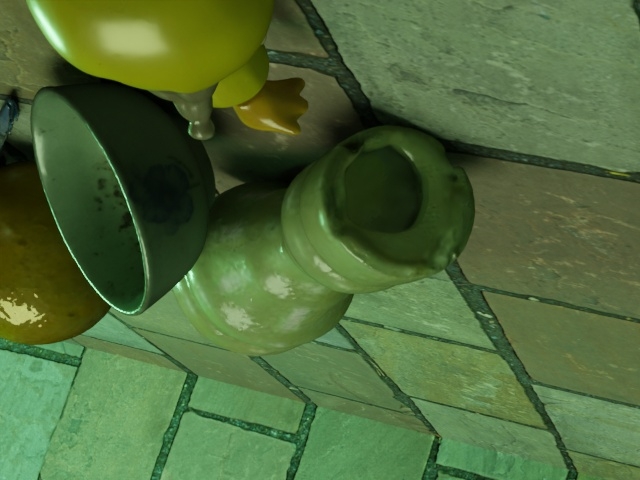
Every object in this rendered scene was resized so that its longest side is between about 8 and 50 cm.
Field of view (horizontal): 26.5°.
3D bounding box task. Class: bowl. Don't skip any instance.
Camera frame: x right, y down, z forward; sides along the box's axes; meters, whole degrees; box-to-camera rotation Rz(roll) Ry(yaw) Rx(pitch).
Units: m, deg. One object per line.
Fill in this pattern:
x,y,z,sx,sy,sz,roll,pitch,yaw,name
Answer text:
-0.217,-0.069,1.615,0.289,0.146,0.289,43,147,38,bowl

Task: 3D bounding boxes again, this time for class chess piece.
0.000,0.000,1.607,0.234,0.234,0.442,24,159,-19,chess piece

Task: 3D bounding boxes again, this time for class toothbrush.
-0.454,-0.140,1.921,0.042,0.035,0.413,25,163,-13,toothbrush

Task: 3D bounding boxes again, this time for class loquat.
-0.425,0.011,1.999,0.275,0.275,0.275,17,164,5,loquat

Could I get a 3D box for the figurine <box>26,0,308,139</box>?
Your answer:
-0.115,-0.192,1.147,0.215,0.187,0.344,25,174,21,figurine
